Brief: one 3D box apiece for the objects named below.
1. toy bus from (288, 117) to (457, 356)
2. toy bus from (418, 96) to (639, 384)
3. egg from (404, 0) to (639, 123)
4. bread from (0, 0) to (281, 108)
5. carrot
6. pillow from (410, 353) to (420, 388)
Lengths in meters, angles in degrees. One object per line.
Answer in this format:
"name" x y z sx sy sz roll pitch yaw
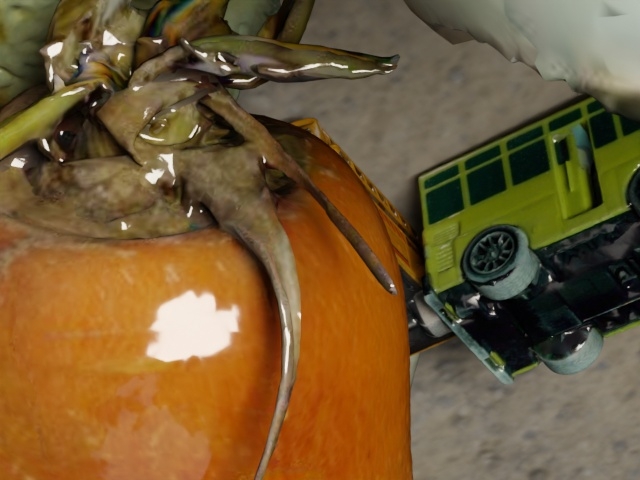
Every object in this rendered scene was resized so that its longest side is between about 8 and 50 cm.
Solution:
"toy bus" 0.000 0.000 0.836 0.069 0.074 0.162 -24 141 18
"toy bus" 0.136 -0.015 0.833 0.175 0.101 0.088 -25 132 21
"egg" 0.166 -0.235 0.465 0.354 0.354 0.340 -8 114 -2
"bread" -0.126 -0.095 0.719 0.232 0.088 0.128 9 142 -30
"carrot" -0.063 0.053 0.682 0.193 0.214 0.331 -3 108 1
"pillow" -0.010 0.145 0.978 0.144 0.078 0.254 -27 142 -29
